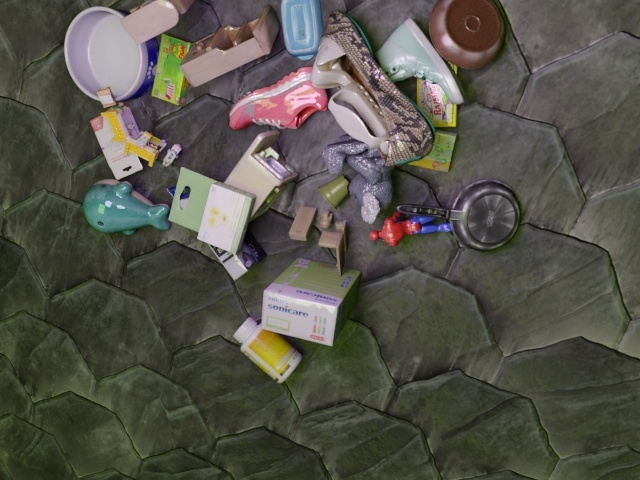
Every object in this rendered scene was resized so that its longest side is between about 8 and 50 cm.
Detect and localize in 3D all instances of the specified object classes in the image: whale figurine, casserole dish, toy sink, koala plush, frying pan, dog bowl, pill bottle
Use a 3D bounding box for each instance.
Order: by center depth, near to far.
[{"bbox_3d":[0.385,-0.089,1.488,0.326,0.053,0.197,27,98,-12],"label":"frying pan"},{"bbox_3d":[0.137,-0.168,1.512,0.203,0.196,0.221,-3,110,23],"label":"koala plush"},{"bbox_3d":[-0.053,-0.586,1.537,0.114,0.037,0.189,-1,106,18],"label":"casserole dish"},{"bbox_3d":[-0.163,-0.182,1.629,0.131,0.153,0.234,41,112,2],"label":"toy sink"},{"bbox_3d":[-0.616,-0.547,1.688,0.264,0.104,0.265,5,107,16],"label":"dog bowl"},{"bbox_3d":[-0.616,-0.085,1.797,0.271,0.141,0.216,15,133,0],"label":"whale figurine"},{"bbox_3d":[-0.170,0.343,1.805,0.215,0.117,0.117,41,113,2],"label":"pill bottle"}]

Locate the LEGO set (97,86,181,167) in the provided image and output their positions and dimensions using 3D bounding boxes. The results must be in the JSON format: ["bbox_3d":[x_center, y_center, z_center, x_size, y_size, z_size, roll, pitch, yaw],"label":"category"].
[{"bbox_3d":[-0.545,-0.337,1.694,0.132,0.107,0.287,-31,114,37],"label":"LEGO set"}]

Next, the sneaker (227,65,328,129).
[{"bbox_3d":[-0.120,-0.358,1.568,0.313,0.116,0.136,-22,85,22],"label":"sneaker"}]

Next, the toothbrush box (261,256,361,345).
[{"bbox_3d":[-0.019,0.164,1.614,0.206,0.283,0.122,11,109,13],"label":"toothbrush box"}]

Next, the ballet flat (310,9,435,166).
[{"bbox_3d":[0.087,-0.374,1.388,0.182,0.164,0.483,-24,68,-18],"label":"ballet flat"}]

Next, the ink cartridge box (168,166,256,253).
[{"bbox_3d":[-0.312,-0.085,1.583,0.235,0.056,0.171,21,108,6],"label":"ink cartridge box"}]

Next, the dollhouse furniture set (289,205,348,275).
[{"bbox_3d":[0.000,0.000,1.651,0.151,0.144,0.123,7,137,14],"label":"dollhouse furniture set"}]

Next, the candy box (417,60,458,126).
[{"bbox_3d":[0.304,-0.400,1.484,0.105,0.027,0.206,3,107,21],"label":"candy box"}]

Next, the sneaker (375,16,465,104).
[{"bbox_3d":[0.246,-0.413,1.434,0.151,0.094,0.256,-38,79,23],"label":"sneaker"}]

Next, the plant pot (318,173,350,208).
[{"bbox_3d":[0.049,-0.146,1.619,0.079,0.083,0.083,-39,92,10],"label":"plant pot"}]

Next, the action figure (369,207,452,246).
[{"bbox_3d":[0.266,-0.047,1.577,0.280,0.139,0.092,-13,100,-3],"label":"action figure"}]

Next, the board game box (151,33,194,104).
[{"bbox_3d":[-0.432,-0.502,1.676,0.092,0.043,0.181,21,111,10],"label":"board game box"}]

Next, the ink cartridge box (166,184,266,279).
[{"bbox_3d":[-0.304,-0.052,1.704,0.065,0.165,0.333,-36,94,23],"label":"ink cartridge box"}]

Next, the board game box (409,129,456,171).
[{"bbox_3d":[0.277,-0.249,1.524,0.154,0.026,0.104,14,124,13],"label":"board game box"}]

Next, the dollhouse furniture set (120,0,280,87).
[{"bbox_3d":[-0.317,-0.633,1.445,0.256,0.362,0.394,-17,128,22],"label":"dollhouse furniture set"}]

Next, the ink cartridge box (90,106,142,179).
[{"bbox_3d":[-0.621,-0.303,1.782,0.115,0.067,0.198,-18,98,22],"label":"ink cartridge box"}]

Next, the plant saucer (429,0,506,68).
[{"bbox_3d":[0.362,-0.518,1.372,0.198,0.036,0.199,1,86,-8],"label":"plant saucer"}]
